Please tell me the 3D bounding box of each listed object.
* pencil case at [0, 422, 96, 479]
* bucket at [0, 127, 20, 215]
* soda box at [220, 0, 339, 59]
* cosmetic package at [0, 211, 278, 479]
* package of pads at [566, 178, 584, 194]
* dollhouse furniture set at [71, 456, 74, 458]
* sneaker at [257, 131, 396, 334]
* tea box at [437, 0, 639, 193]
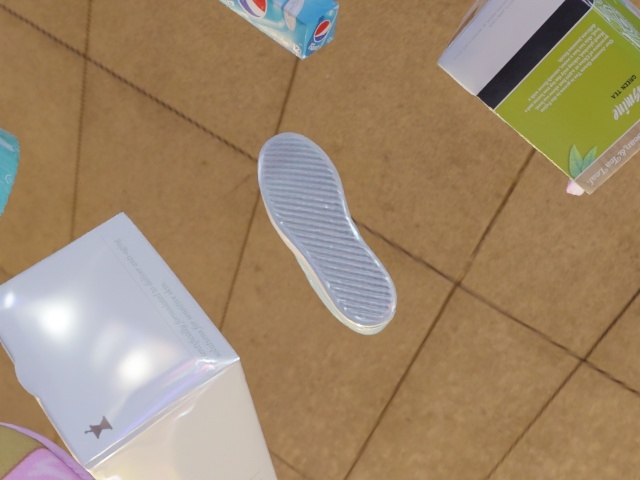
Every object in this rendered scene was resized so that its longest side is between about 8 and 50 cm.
[{"bbox_3d":[-0.197,0.203,0.227,0.167,0.386,0.160,8,113,19],"label":"pencil case"},{"bbox_3d":[-0.472,-0.052,0.980,0.183,0.281,0.281,28,146,-33],"label":"bucket"},{"bbox_3d":[-0.075,-0.354,1.298,0.210,0.071,0.067,38,147,19],"label":"soda box"},{"bbox_3d":[-0.166,0.169,0.873,0.197,0.155,0.365,48,160,26],"label":"cosmetic package"},{"bbox_3d":[0.459,-0.113,1.569,0.032,0.050,0.083,19,169,6],"label":"package of pads"},{"bbox_3d":[-0.282,0.382,1.112,0.161,0.242,0.212,84,168,-72],"label":"dollhouse furniture set"},{"bbox_3d":[0.000,0.000,1.471,0.150,0.135,0.366,95,151,-70],"label":"sneaker"},{"bbox_3d":[0.398,-0.302,1.451,0.323,0.329,0.220,40,120,-5],"label":"tea box"}]
